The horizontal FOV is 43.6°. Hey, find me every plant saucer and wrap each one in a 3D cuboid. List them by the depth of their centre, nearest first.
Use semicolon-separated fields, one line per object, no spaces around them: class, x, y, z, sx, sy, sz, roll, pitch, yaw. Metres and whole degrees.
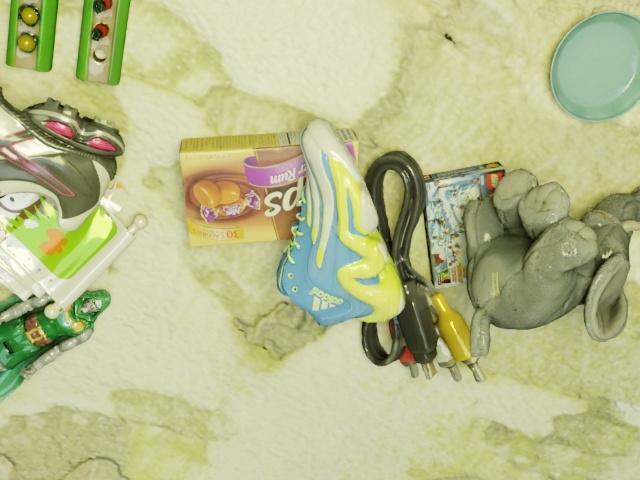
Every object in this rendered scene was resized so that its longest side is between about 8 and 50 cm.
plant saucer;0.302;-0.188;0.863;0.119;0.021;0.119;-3;115;-6

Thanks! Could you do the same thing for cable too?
cable;0.097;0.039;0.925;0.139;0.072;0.287;-7;101;40

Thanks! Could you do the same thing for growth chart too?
growth chart;-0.318;-0.032;0.836;0.237;0.021;0.172;36;89;-16

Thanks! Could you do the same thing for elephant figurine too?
elephant figurine;0.276;0.028;0.872;0.239;0.169;0.186;17;136;-39

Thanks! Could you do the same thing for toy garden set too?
toy garden set;-0.299;-0.263;0.739;0.244;0.049;0.203;9;112;-11

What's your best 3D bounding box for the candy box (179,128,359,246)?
candy box;-0.052;-0.057;0.860;0.187;0.053;0.109;-3;114;-4

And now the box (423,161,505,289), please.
box;0.168;-0.016;0.919;0.094;0.027;0.137;-10;115;-1

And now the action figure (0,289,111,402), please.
action figure;-0.340;0.111;0.897;0.232;0.063;0.137;-27;111;1

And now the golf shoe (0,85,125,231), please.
golf shoe;-0.329;-0.103;0.759;0.273;0.105;0.120;22;90;-17

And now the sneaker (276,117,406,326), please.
sneaker;0.000;0.000;0.815;0.126;0.091;0.240;-21;117;3
